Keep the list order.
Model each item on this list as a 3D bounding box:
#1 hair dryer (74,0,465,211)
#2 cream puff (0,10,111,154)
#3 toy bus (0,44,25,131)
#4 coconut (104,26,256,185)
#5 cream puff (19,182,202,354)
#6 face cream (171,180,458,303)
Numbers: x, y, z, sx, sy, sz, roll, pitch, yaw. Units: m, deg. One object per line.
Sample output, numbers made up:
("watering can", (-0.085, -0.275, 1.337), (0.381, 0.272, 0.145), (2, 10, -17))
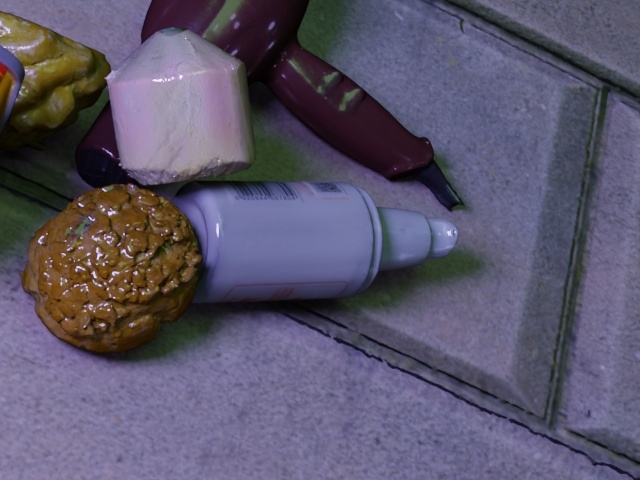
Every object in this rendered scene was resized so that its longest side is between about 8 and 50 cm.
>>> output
("hair dryer", (-0.021, -0.097, 1.735), (0.340, 0.123, 0.312), (37, 56, -14))
("cream puff", (-0.252, -0.123, 1.598), (0.146, 0.146, 0.116), (23, 87, -12))
("toy bus", (-0.312, -0.069, 1.461), (0.126, 0.209, 0.136), (26, 57, -11))
("coconut", (-0.111, -0.109, 1.569), (0.116, 0.116, 0.122), (-11, 96, -35))
("cream puff", (-0.159, 0.015, 1.539), (0.144, 0.103, 0.126), (-32, 69, -33))
("face cream", (0.000, 0.000, 1.652), (0.252, 0.101, 0.101), (0, 57, -31))
